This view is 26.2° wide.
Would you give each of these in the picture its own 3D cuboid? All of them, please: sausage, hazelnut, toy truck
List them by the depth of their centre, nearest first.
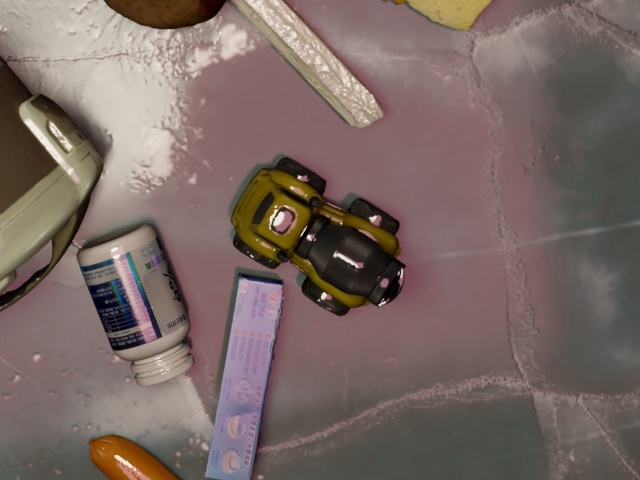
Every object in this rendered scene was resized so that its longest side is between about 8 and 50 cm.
[{"bbox_3d":[-0.189,-0.366,1.683,0.208,0.208,0.208,-1,98,-6],"label":"hazelnut"},{"bbox_3d":[0.000,0.000,1.748,0.224,0.165,0.147,32,93,-9],"label":"toy truck"},{"bbox_3d":[-0.229,0.318,1.820,0.183,0.054,0.062,44,63,-7],"label":"sausage"}]

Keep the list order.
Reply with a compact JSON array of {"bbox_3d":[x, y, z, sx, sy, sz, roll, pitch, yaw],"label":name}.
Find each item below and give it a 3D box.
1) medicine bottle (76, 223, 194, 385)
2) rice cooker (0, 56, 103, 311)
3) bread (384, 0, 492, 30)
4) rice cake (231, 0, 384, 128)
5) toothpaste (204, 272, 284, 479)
[{"bbox_3d":[-0.231,0.083,1.761,0.107,0.107,0.191,-21,99,-4],"label":"medicine bottle"},{"bbox_3d":[-0.444,-0.066,1.609,0.335,0.335,0.325,-39,99,0],"label":"rice cooker"},{"bbox_3d":[0.134,-0.401,1.782,0.240,0.135,0.178,30,127,-10],"label":"bread"},{"bbox_3d":[-0.018,-0.245,1.771,0.052,0.057,0.256,-41,101,18],"label":"rice cake"},{"bbox_3d":[-0.099,0.182,1.819,0.066,0.053,0.272,10,97,-3],"label":"toothpaste"}]
